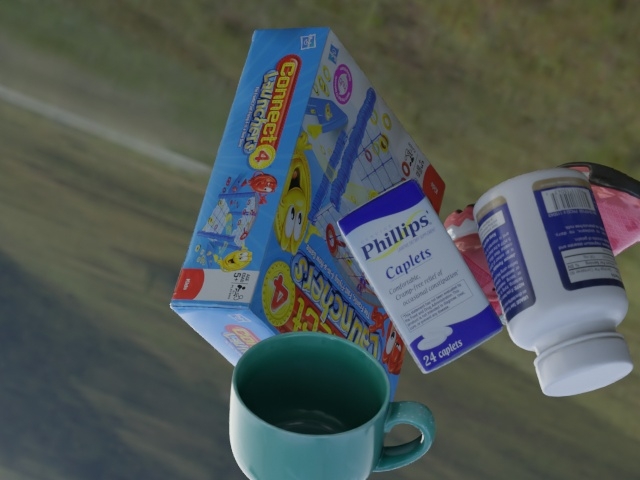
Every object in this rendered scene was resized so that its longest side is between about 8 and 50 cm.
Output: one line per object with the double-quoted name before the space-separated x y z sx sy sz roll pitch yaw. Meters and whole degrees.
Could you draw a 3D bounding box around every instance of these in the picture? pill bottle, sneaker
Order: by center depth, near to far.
"pill bottle" 0.214 0.039 1.577 0.112 0.186 0.112 -12 159 -5
"sneaker" 0.228 0.023 1.780 0.116 0.136 0.314 31 151 -23

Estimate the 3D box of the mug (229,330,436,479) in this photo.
"mug" -0.001 0.159 1.439 0.158 0.097 0.129 34 -134 31

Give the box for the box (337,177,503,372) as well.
"box" 0.077 0.030 1.376 0.137 0.072 0.126 59 179 5

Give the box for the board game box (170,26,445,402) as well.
"board game box" 0.000 0.000 1.722 0.086 0.302 0.308 1 153 29
